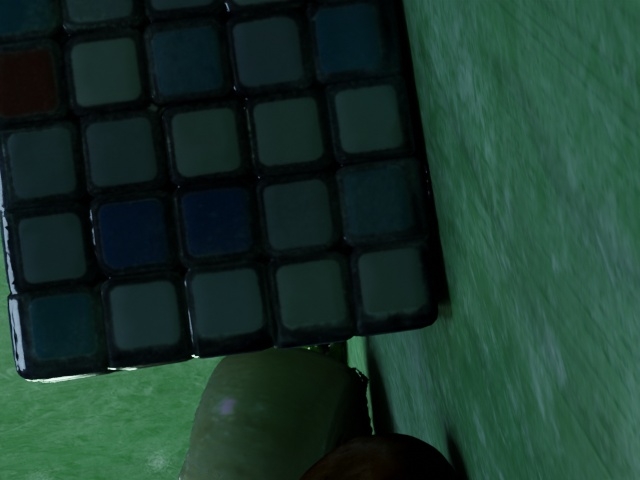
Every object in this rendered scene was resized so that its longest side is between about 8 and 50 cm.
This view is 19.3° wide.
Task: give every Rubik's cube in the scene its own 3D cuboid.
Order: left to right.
[{"bbox_3d":[-0.084,-0.056,1.361,0.287,0.293,0.292,134,126,-85],"label":"Rubik's cube"}]

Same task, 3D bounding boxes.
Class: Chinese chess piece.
[{"bbox_3d":[-0.042,0.279,1.883,0.349,0.146,0.349,5,-90,-80],"label":"Chinese chess piece"}]

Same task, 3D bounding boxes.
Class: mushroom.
[{"bbox_3d":[0.063,0.265,1.318,0.227,0.148,0.217,-95,-17,-57],"label":"mushroom"}]

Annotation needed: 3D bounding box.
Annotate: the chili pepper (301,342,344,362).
[{"bbox_3d":[-0.012,0.165,2.264,0.085,0.076,0.359,53,154,42],"label":"chili pepper"}]
